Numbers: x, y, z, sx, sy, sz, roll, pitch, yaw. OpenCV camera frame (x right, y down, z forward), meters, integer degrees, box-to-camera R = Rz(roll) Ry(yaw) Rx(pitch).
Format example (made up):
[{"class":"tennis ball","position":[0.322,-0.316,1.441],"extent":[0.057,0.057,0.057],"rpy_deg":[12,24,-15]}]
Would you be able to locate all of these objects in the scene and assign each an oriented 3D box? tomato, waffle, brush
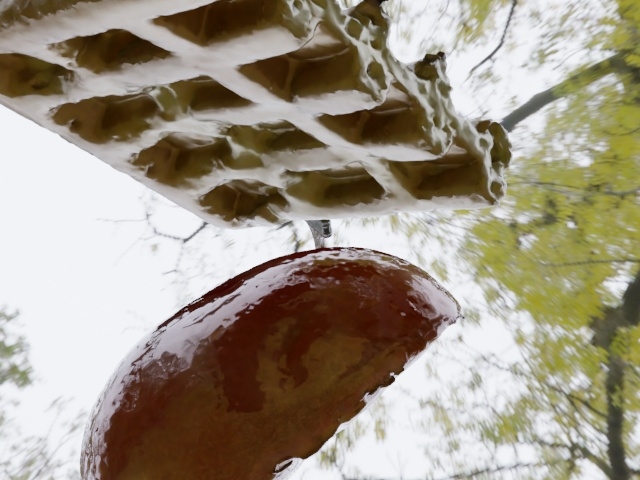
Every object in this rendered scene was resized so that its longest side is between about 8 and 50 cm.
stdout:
[{"class":"tomato","position":[-0.025,0.049,0.450],"extent":[0.155,0.155,0.069],"rpy_deg":[-41,-96,3]},{"class":"waffle","position":[-0.071,-0.102,0.892],"extent":[0.304,0.348,0.078],"rpy_deg":[-6,-117,42]},{"class":"brush","position":[0.000,0.000,1.286],"extent":[0.014,0.170,0.043],"rpy_deg":[-33,-129,-19]}]
